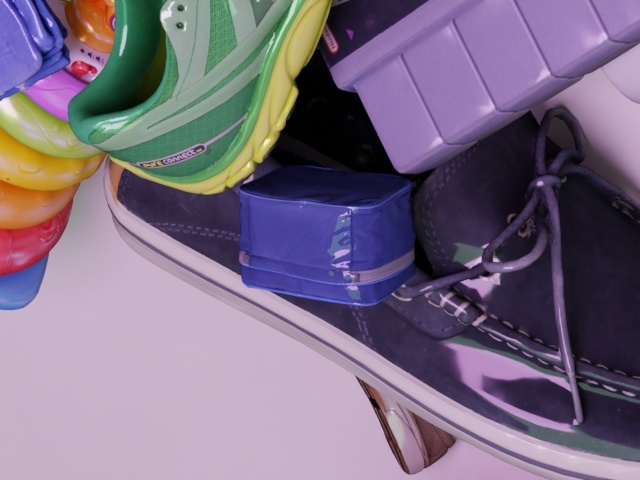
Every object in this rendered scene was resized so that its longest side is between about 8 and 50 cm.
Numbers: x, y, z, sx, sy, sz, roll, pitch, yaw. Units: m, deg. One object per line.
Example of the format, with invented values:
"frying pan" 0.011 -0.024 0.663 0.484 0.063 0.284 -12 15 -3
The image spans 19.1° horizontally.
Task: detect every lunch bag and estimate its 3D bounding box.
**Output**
"lunch bag" 0.000 0.000 1.029 0.098 0.067 0.065 8 110 30

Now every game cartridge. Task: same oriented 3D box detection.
"game cartridge" 0.050 -0.237 1.001 0.230 0.068 0.355 -31 79 29

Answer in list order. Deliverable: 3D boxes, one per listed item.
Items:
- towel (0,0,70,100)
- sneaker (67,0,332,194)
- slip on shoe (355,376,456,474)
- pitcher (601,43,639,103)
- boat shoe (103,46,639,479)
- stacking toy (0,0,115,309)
"towel" -0.328 -0.128 1.055 0.336 0.040 0.243 -26 108 23
"sneaker" -0.049 -0.159 0.960 0.123 0.109 0.295 9 112 -28
"slip on shoe" 0.049 0.091 1.273 0.041 0.051 0.135 -27 99 -9
"pitcher" 0.226 -0.181 1.009 0.207 0.125 0.178 -30 81 23
"boat shoe" 0.099 0.004 1.117 0.500 0.187 0.156 25 129 16
"stacking toy" -0.163 -0.099 1.125 0.175 0.166 0.302 30 134 -28
